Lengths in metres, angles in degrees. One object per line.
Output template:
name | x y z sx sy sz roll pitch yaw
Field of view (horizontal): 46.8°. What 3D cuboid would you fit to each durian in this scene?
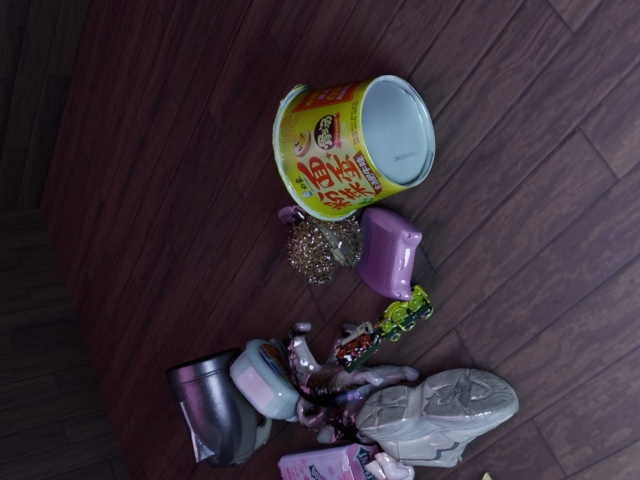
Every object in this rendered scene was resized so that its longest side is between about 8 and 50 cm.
durian | 0.000 0.000 1.705 0.167 0.196 0.196 -11 88 64

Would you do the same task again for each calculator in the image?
calculator | 0.136 0.022 1.658 0.294 0.043 0.194 -145 60 -67

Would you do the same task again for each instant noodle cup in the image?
instant noodle cup | 0.081 -0.208 1.551 0.222 0.311 0.311 -11 88 45

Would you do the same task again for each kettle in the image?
kettle | -0.265 0.487 2.142 0.228 0.321 0.324 -19 86 38

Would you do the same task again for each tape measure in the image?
tape measure | -0.137 0.380 2.015 0.125 0.246 0.243 -52 57 12

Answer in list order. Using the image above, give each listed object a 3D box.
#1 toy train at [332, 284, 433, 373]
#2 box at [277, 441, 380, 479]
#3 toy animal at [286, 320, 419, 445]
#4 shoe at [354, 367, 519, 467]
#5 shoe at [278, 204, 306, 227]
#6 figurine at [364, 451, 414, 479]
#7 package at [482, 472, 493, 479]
toy train | 0.133 0.196 1.622 0.250 0.053 0.085 -37 30 11
box | 0.030 0.635 1.946 0.370 0.112 0.190 -30 73 55
toy animal | 0.061 0.384 1.783 0.344 0.194 0.302 34 118 49
shoe | 0.265 0.388 1.547 0.342 0.132 0.210 -18 125 26
shoe | -0.016 -0.029 1.867 0.228 0.099 0.125 2 96 50
figurine | 0.205 0.603 1.682 0.182 0.145 0.256 -33 67 30
package | 0.368 0.549 1.521 0.121 0.031 0.108 34 125 39
